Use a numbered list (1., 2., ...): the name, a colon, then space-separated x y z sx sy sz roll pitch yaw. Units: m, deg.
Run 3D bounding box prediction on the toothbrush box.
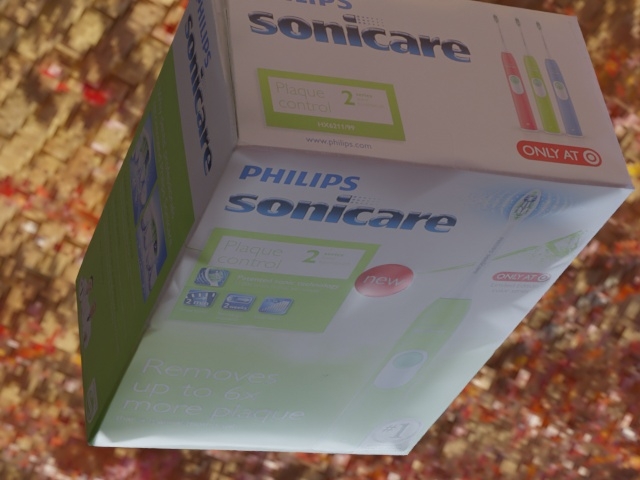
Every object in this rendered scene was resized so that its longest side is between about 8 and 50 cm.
1. toothbrush box: 0.000 0.000 0.776 0.283 0.206 0.122 122 -34 -47
